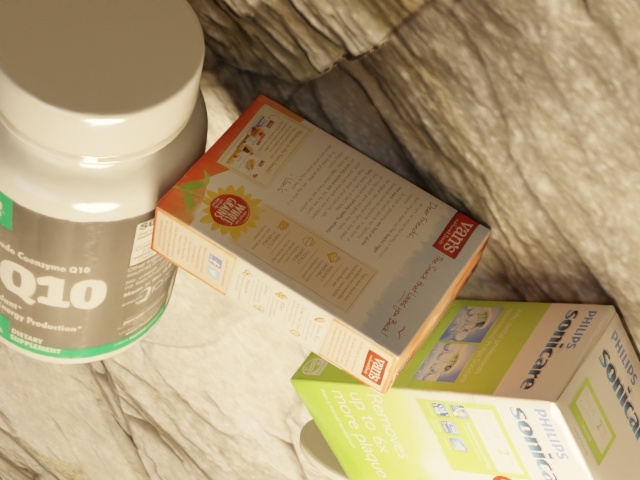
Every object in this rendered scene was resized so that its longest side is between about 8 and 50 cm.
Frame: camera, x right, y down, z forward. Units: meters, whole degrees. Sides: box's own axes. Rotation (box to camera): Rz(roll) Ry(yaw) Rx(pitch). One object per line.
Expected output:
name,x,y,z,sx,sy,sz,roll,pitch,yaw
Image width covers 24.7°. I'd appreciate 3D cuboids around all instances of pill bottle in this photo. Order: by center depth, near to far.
pill bottle,-0.209,-0.062,1.282,0.204,0.204,0.361,33,145,10

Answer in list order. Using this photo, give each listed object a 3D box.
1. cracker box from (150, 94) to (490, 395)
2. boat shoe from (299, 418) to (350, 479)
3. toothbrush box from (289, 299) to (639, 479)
cracker box,0.000,0.000,1.199,0.232,0.155,0.067,32,145,12
boat shoe,0.080,0.252,1.474,0.228,0.079,0.081,22,137,19
toothbrush box,0.146,0.164,1.280,0.283,0.122,0.206,0,129,41
